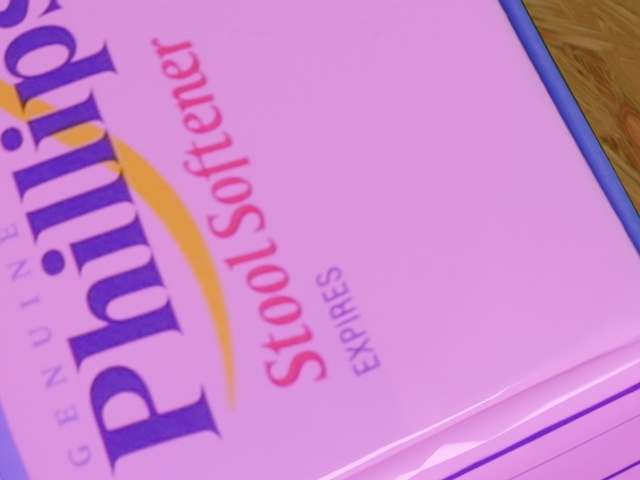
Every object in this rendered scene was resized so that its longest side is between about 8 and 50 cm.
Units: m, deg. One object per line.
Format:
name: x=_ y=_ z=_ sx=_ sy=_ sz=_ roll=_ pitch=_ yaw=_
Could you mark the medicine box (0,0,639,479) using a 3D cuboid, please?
medicine box: x=0.000 y=0.000 z=0.504 sx=0.263 sy=0.149 sz=0.289 roll=66 pitch=5 yaw=28
